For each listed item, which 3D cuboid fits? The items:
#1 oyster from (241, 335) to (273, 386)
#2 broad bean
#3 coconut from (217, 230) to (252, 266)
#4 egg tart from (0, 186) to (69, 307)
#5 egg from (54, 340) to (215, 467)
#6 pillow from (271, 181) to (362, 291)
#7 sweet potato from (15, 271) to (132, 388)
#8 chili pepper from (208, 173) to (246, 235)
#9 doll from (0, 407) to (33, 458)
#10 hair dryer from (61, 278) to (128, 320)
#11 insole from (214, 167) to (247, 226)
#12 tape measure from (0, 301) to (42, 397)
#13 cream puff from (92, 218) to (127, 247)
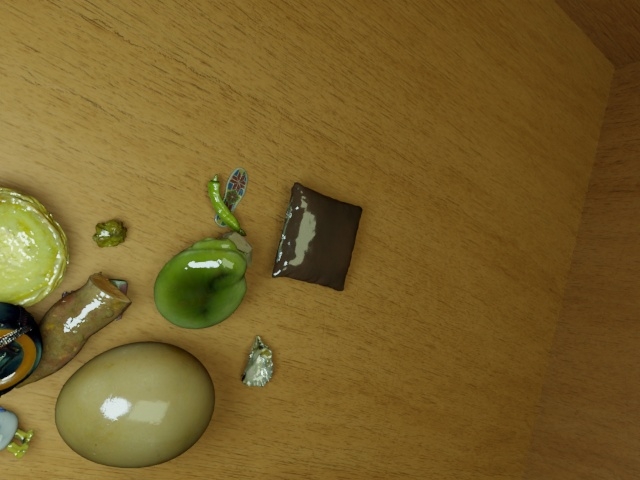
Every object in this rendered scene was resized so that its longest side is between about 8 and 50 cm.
[{"bbox_3d":[-0.196,0.385,1.677,0.121,0.045,0.146,-40,120,-30],"label":"oyster"},{"bbox_3d":[-0.319,0.122,1.495,0.291,0.119,0.238,-44,118,9],"label":"broad bean"},{"bbox_3d":[-0.249,0.037,1.593,0.124,0.110,0.110,36,72,-26],"label":"coconut"},{"bbox_3d":[-0.739,0.022,1.252,0.294,0.123,0.294,-1,92,-37],"label":"egg tart"},{"bbox_3d":[-0.450,0.402,1.350,0.374,0.301,0.301,9,86,-28],"label":"egg"},{"bbox_3d":[0.000,0.000,1.768,0.305,0.108,0.308,18,84,-38],"label":"pillow"},{"bbox_3d":[-0.628,0.225,1.323,0.337,0.131,0.131,-43,115,-10],"label":"sweet potato"},{"bbox_3d":[-0.285,-0.092,1.604,0.049,0.043,0.208,-48,122,-51],"label":"chili pepper"},{"bbox_3d":[-0.791,0.397,1.222,0.293,0.138,0.119,40,103,-26],"label":"doll"},{"bbox_3d":[-0.586,0.147,1.412,0.154,0.054,0.106,10,91,-24],"label":"hair dryer"},{"bbox_3d":[-0.267,-0.130,1.640,0.065,0.006,0.193,29,75,-31],"label":"insole"},{"bbox_3d":[-0.720,0.241,1.180,0.223,0.135,0.202,-50,138,-1],"label":"tape measure"},{"bbox_3d":[-0.547,-0.017,1.419,0.083,0.058,0.083,25,79,-34],"label":"cream puff"}]
